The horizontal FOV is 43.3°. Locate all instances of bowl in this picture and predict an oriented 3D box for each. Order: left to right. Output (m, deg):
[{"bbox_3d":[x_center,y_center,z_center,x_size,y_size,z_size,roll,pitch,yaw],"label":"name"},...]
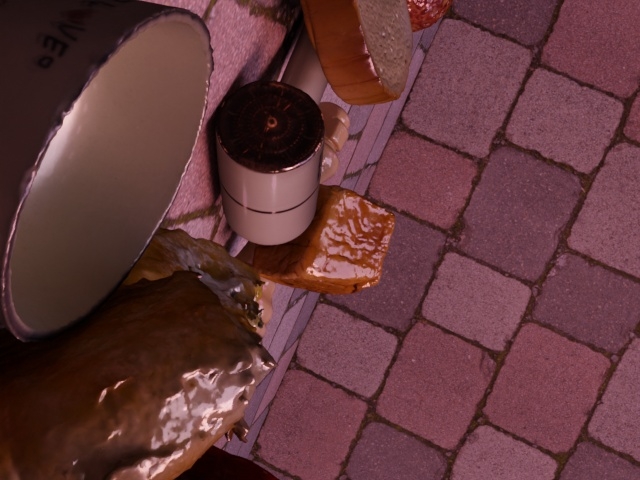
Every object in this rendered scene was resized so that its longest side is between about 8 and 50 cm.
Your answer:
[{"bbox_3d":[-0.160,-0.056,0.472,0.211,0.112,0.211,25,90,-82],"label":"bowl"}]

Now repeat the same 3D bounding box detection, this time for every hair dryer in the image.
[{"bbox_3d":[-0.026,-0.190,1.039,0.203,0.128,0.362,97,11,-64],"label":"hair dryer"}]

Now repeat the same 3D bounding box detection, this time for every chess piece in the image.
[{"bbox_3d":[-0.057,-0.044,1.267,0.117,0.117,0.397,92,23,-72],"label":"chess piece"}]

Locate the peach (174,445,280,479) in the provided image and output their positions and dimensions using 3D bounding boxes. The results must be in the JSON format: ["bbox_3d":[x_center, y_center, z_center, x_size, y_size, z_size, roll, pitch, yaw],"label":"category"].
[{"bbox_3d":[-0.180,0.436,1.056,0.406,0.335,0.310,-25,143,-47],"label":"peach"}]

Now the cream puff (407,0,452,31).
[{"bbox_3d":[0.156,-0.442,1.277,0.240,0.164,0.240,21,90,-78],"label":"cream puff"}]

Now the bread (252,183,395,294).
[{"bbox_3d":[0.000,0.000,1.157,0.158,0.149,0.143,17,82,-42],"label":"bread"}]

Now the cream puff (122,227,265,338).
[{"bbox_3d":[-0.162,0.086,0.784,0.221,0.194,0.195,-84,-164,-75],"label":"cream puff"}]

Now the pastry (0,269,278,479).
[{"bbox_3d":[-0.161,0.113,0.549,0.235,0.121,0.257,-25,-166,-18],"label":"pastry"}]

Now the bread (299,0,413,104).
[{"bbox_3d":[0.047,-0.276,0.976,0.236,0.070,0.236,-7,90,-68],"label":"bread"}]
